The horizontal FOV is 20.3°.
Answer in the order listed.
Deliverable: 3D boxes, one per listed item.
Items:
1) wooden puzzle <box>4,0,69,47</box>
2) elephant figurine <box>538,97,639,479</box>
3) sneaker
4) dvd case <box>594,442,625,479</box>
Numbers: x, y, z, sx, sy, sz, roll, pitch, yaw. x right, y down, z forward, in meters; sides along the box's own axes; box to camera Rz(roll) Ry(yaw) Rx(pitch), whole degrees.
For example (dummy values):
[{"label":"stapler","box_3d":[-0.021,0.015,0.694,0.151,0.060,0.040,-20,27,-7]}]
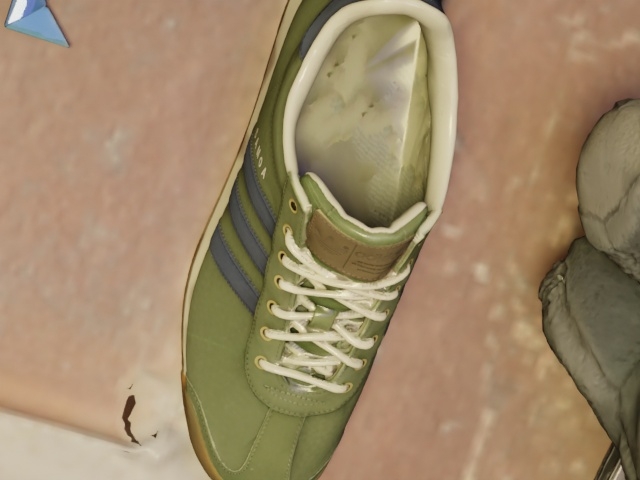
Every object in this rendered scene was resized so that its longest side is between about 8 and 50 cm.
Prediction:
[{"label":"wooden puzzle","box_3d":[-0.146,-0.073,0.568,0.116,0.014,0.078,-20,102,-9]},{"label":"elephant figurine","box_3d":[0.209,0.022,0.583,0.239,0.169,0.186,-3,123,-30]},{"label":"sneaker","box_3d":[0.000,0.000,0.573,0.064,0.086,0.192,12,96,-14]},{"label":"dvd case","box_3d":[0.192,0.144,0.671,0.221,0.018,0.164,26,92,-14]}]
